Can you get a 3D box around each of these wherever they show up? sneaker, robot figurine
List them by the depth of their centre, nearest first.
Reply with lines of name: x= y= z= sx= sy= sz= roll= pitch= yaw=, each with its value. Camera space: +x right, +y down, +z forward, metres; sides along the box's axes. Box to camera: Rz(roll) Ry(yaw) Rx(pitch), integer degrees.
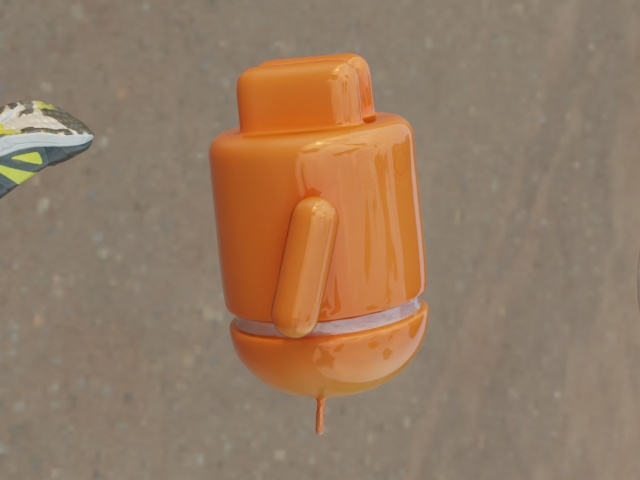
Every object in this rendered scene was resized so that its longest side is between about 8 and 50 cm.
sneaker: x=-0.134 y=-0.037 z=0.694 sx=0.083 sy=0.031 sz=0.035 roll=-12 pitch=132 yaw=-45
robot figurine: x=-0.001 y=0.000 z=0.981 sx=0.128 sy=0.158 sz=0.219 roll=-12 pitch=103 yaw=-26

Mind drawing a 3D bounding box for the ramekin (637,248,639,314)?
ramekin: x=0.352 y=0.014 z=1.100 sx=0.127 sy=0.273 sz=0.273 roll=-53 pitch=141 yaw=-67
